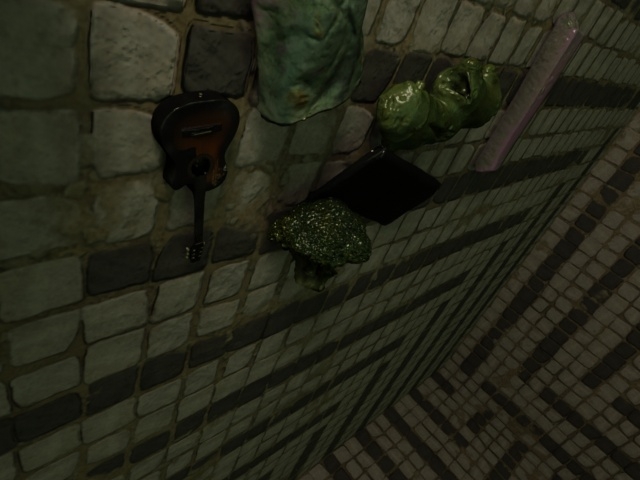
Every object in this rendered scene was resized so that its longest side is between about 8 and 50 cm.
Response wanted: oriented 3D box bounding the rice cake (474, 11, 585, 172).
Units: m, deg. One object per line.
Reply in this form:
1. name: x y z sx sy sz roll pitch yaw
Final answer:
1. rice cake: 0.449 -0.301 0.948 0.073 0.056 0.365 -16 140 -45

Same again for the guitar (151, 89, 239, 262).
1. guitar: -0.143 -0.058 0.501 0.088 0.025 0.233 -24 145 -36

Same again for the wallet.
1. wallet: 0.106 -0.085 0.750 0.146 0.030 0.285 -35 158 25

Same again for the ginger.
1. ginger: 0.190 -0.215 0.689 0.290 0.089 0.137 -24 163 -27

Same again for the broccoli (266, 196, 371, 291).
1. broccoli: 0.000 0.000 0.650 0.146 0.162 0.137 10 107 -27

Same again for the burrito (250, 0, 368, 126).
1. burrito: -0.003 -0.230 0.413 0.144 0.089 0.228 -36 151 -24
